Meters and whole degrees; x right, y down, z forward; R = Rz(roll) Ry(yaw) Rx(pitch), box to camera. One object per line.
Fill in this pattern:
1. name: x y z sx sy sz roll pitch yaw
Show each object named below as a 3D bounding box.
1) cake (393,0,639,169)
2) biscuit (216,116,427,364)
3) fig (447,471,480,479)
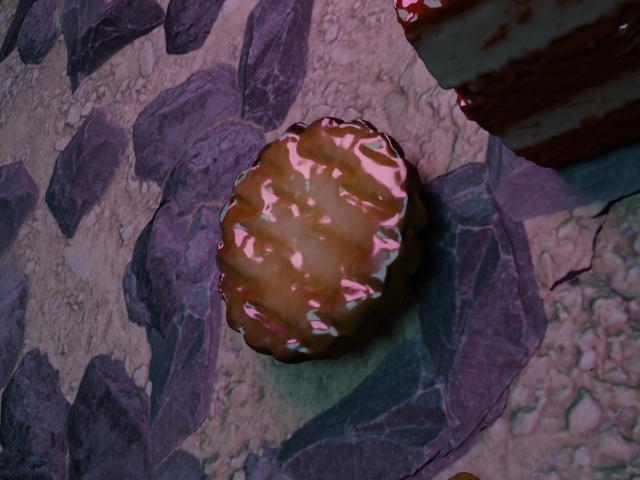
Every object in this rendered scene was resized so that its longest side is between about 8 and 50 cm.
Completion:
1. cake: 0.241 -0.266 0.786 0.270 0.319 0.269 -22 59 35
2. biscuit: 0.000 0.000 1.048 0.326 0.107 0.326 -14 67 35
3. fig: 0.163 0.275 0.838 0.083 0.050 0.050 27 93 25
